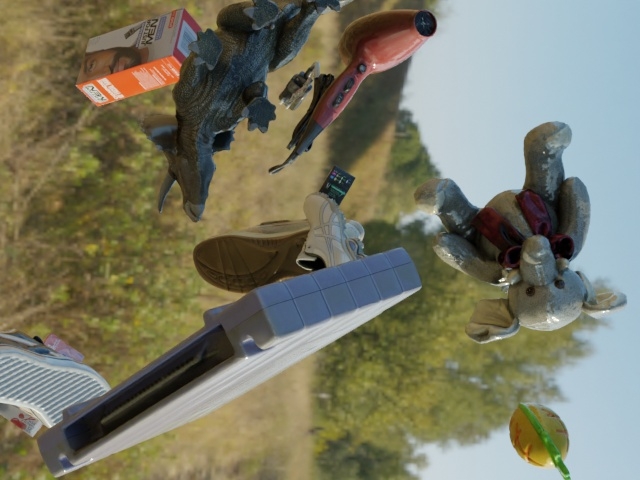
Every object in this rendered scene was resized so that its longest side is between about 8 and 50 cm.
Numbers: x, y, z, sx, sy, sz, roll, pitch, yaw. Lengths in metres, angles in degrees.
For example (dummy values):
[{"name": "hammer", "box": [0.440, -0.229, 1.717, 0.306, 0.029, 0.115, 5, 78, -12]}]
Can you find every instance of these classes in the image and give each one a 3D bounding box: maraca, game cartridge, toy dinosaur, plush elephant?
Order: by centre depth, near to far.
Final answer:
[{"name": "toy dinosaur", "box": [-0.073, -0.174, 0.883, 0.313, 0.121, 0.160, -60, -157, -12]}, {"name": "game cartridge", "box": [-0.092, 0.116, 0.918, 0.230, 0.355, 0.068, -20, 78, -53]}, {"name": "plush elephant", "box": [0.332, 0.030, 1.508, 0.255, 0.272, 0.330, -108, 177, -57]}, {"name": "maraca", "box": [0.394, 0.354, 1.675, 0.127, 0.099, 0.185, 58, 1, -15]}]

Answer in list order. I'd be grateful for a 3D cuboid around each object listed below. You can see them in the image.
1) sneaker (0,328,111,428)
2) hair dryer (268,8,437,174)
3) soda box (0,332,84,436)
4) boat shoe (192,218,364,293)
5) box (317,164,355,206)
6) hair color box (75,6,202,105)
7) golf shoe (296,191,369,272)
[{"name": "sneaker", "box": [-0.477, 0.229, 1.588, 0.126, 0.127, 0.321, -56, 143, -9]}, {"name": "hair dryer", "box": [0.048, -0.213, 1.284, 0.293, 0.080, 0.223, -41, -150, 31]}, {"name": "soda box", "box": [-0.542, 0.275, 1.850, 0.083, 0.092, 0.263, -50, -168, 9]}, {"name": "boat shoe", "box": [-0.072, 0.016, 1.580, 0.098, 0.302, 0.109, -42, 119, -57]}, {"name": "box", "box": [0.025, -0.097, 1.884, 0.083, 0.052, 0.062, -60, -179, -14]}, {"name": "hair color box", "box": [-0.254, -0.256, 1.328, 0.053, 0.167, 0.093, 47, 40, -47]}, {"name": "golf shoe", "box": [0.000, 0.000, 1.305, 0.069, 0.086, 0.176, 86, -21, -44]}]
